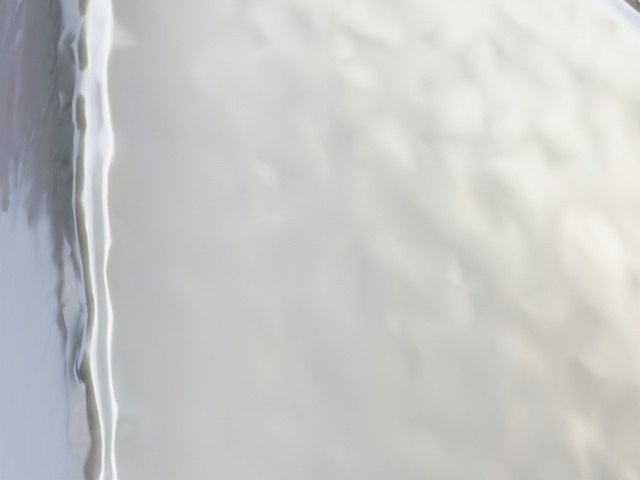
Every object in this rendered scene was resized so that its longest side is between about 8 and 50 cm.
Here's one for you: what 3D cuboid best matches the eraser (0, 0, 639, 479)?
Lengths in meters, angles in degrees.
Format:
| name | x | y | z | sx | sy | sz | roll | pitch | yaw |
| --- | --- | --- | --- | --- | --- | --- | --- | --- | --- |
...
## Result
| name | x | y | z | sx | sy | sz | roll | pitch | yaw |
| --- | --- | --- | --- | --- | --- | --- | --- | --- | --- |
| eraser | 0.005 | 0.022 | 0.531 | 0.331 | 0.331 | 0.150 | 26 | -33 | -17 |
